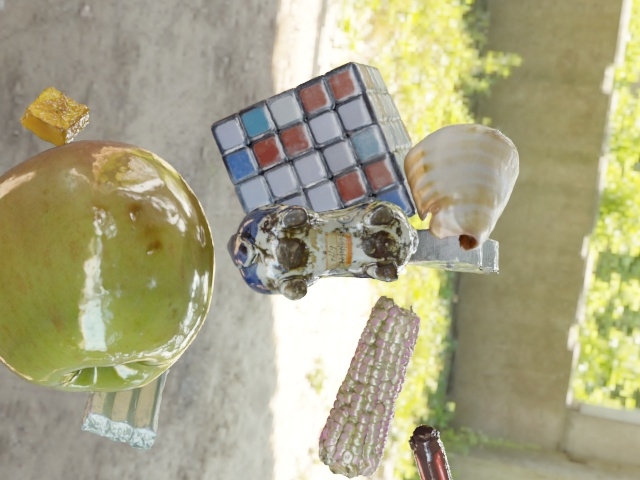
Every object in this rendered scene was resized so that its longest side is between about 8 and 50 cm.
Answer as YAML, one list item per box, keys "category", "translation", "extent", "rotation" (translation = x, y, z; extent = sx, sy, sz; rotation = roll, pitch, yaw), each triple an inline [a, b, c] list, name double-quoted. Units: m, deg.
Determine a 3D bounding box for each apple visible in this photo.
- category: "apple"
  translation: [-0.290, 0.048, 1.454]
  extent: [0.338, 0.338, 0.305]
  rotation: [68, -1, -63]

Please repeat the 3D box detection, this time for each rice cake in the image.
- category: "rice cake"
  translation: [-0.313, 0.242, 1.809]
  extent: [0.237, 0.127, 0.043]
  rotation: [-88, -161, -64]

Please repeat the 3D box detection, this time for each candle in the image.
- category: "candle"
  translation: [0.225, 0.019, 1.994]
  extent: [0.192, 0.168, 0.068]
  rotation: [19, 76, -64]

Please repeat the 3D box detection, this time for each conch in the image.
- category: "conch"
  translation: [0.205, -0.087, 1.530]
  extent: [0.127, 0.158, 0.255]
  rotation: [-54, -162, 26]

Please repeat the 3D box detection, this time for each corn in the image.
- category: "corn"
  translation: [0.090, 0.266, 2.025]
  extent: [0.126, 0.126, 0.335]
  rotation: [24, 84, -75]

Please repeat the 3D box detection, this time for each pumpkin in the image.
- category: "pumpkin"
  translation: [-0.398, -0.183, 1.677]
  extent: [0.074, 0.083, 0.054]
  rotation: [-54, 172, -38]

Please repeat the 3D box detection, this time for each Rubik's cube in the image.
- category: "Rubik's cube"
  translation: [0.014, -0.135, 2.021]
  extent: [0.287, 0.293, 0.292]
  rotation: [-28, 96, -76]

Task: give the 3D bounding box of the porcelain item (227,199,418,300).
- category: "porcelain item"
  translation: [0.000, 0.000, 1.685]
  extent: [0.186, 0.288, 0.138]
  rotation: [-156, -119, -69]

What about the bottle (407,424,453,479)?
- category: "bottle"
  translation: [0.195, 0.392, 1.964]
  extent: [0.060, 0.060, 0.164]
  rotation: [-65, 147, -46]
